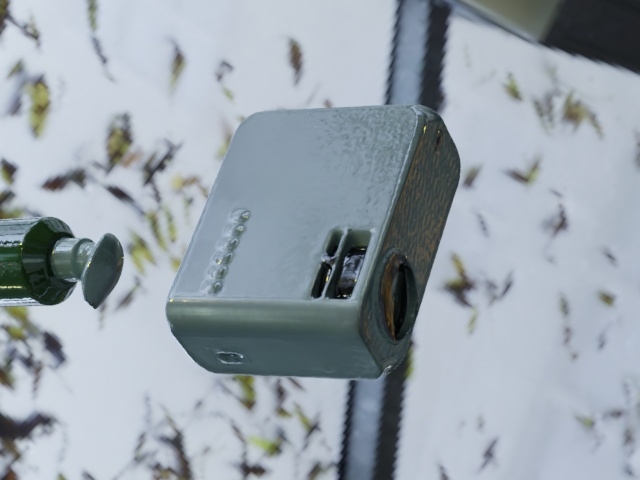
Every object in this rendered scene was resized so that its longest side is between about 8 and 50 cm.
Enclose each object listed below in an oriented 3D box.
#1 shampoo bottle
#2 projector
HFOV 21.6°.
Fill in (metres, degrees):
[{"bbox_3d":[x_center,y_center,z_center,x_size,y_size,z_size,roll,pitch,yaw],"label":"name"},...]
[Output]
[{"bbox_3d":[-0.219,0.018,1.123,0.065,0.204,0.065,8,-99,-58],"label":"shampoo bottle"},{"bbox_3d":[0.000,0.000,1.500,0.108,0.198,0.250,58,-139,-44],"label":"projector"}]
